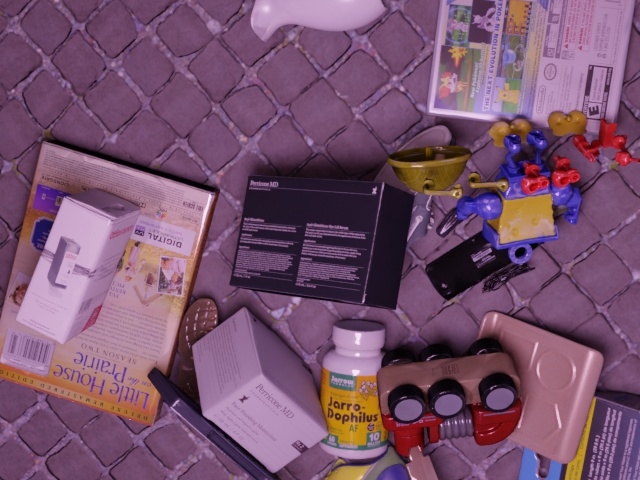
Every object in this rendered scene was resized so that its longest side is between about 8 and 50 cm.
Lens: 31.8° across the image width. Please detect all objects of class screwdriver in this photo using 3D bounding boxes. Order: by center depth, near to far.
[{"bbox_3d":[0.248,-0.072,1.821,0.024,0.025,0.170,41,93,1],"label":"screwdriver"}]

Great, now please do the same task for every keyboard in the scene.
[{"bbox_3d":[0.274,0.037,1.831,0.192,0.038,0.100,-32,70,12],"label":"keyboard"}]

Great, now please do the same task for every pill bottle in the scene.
[{"bbox_3d":[0.058,0.241,1.840,0.117,0.117,0.209,5,99,7],"label":"pill bottle"}]

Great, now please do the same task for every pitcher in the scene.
[{"bbox_3d":[-0.003,-0.411,1.756,0.207,0.125,0.178,-6,83,20],"label":"pitcher"}]

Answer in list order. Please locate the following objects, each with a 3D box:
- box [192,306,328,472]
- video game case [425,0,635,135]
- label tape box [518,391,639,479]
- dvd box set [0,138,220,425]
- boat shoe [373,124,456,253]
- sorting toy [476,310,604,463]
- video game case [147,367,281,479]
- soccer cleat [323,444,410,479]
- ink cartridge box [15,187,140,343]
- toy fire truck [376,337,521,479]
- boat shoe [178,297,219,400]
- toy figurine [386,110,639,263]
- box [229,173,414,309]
[{"bbox_3d":[-0.098,0.238,1.799,0.119,0.182,0.181,-37,122,11],"label":"box"},{"bbox_3d":[0.333,-0.343,1.756,0.299,0.036,0.329,8,100,6],"label":"video game case"},{"bbox_3d":[0.495,0.375,1.790,0.333,0.105,0.241,16,103,37],"label":"label tape box"},{"bbox_3d":[-0.368,0.072,1.899,0.307,0.062,0.421,16,100,5],"label":"dvd box set"},{"bbox_3d":[0.127,-0.039,1.808,0.099,0.116,0.319,31,100,-27],"label":"boat shoe"},{"bbox_3d":[0.339,0.235,1.816,0.208,0.038,0.193,20,102,30],"label":"sorting toy"},{"bbox_3d":[-0.157,0.319,1.806,0.274,0.196,0.026,44,83,-19],"label":"video game case"},{"bbox_3d":[0.025,0.440,1.905,0.289,0.093,0.121,-27,64,15],"label":"soccer cleat"},{"bbox_3d":[-0.381,0.035,1.782,0.092,0.158,0.218,26,100,3],"label":"ink cartridge box"},{"bbox_3d":[0.207,0.305,1.772,0.216,0.158,0.246,-7,124,-2],"label":"toy fire truck"},{"bbox_3d":[-0.202,0.179,1.893,0.064,0.060,0.178,10,103,11],"label":"boat shoe"},{"bbox_3d":[0.290,-0.043,1.700,0.362,0.191,0.217,-11,123,-12],"label":"toy figurine"},{"bbox_3d":[0.000,0.000,1.743,0.261,0.103,0.184,6,86,36],"label":"box"}]
